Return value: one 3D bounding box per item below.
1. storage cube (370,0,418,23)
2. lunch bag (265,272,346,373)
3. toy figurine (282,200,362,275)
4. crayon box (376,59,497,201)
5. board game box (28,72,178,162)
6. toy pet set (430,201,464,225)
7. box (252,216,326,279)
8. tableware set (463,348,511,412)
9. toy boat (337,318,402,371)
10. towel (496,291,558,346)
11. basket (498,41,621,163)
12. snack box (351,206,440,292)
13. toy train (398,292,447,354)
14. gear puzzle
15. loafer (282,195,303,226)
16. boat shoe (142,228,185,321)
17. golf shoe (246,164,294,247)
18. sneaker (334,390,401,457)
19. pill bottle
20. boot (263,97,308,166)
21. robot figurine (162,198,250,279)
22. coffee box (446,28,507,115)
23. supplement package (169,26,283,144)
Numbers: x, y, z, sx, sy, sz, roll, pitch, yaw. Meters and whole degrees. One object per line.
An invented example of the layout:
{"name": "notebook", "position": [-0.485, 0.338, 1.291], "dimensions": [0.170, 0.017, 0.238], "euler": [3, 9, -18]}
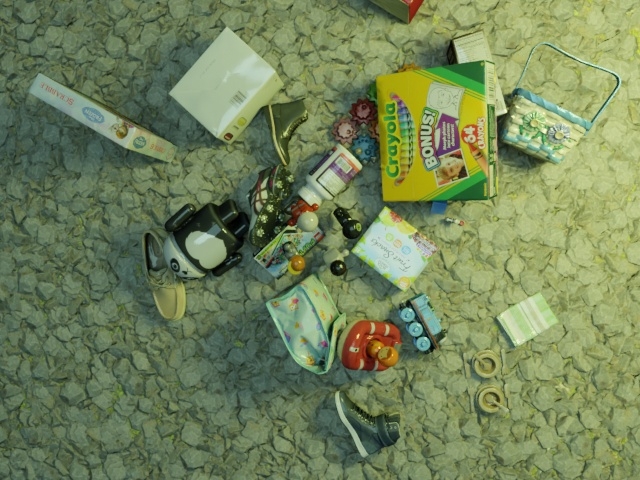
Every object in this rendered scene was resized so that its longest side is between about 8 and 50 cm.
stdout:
{"name": "storage cube", "position": [0.233, -0.778, 1.543], "dimensions": [0.184, 0.215, 0.193], "euler": [33, 100, 4]}
{"name": "lunch bag", "position": [-0.020, 0.247, 1.584], "dimensions": [0.160, 0.223, 0.262], "euler": [-30, 88, 13]}
{"name": "toy figurine", "position": [0.000, 0.000, 1.570], "dimensions": [0.213, 0.148, 0.209], "euler": [10, 110, -20]}
{"name": "crayon box", "position": [0.325, -0.294, 1.508], "dimensions": [0.313, 0.106, 0.363], "euler": [1, 101, 32]}
{"name": "board game box", "position": [-0.620, -0.350, 1.584], "dimensions": [0.319, 0.318, 0.066], "euler": [29, 94, 4]}
{"name": "toy pet set", "position": [0.393, -0.113, 1.613], "dimensions": [0.114, 0.065, 0.122], "euler": [10, 92, 5]}
{"name": "box", "position": [-0.096, 0.013, 1.657], "dimensions": [0.207, 0.036, 0.114], "euler": [-43, 114, 5]}
{"name": "tableware set", "position": [0.511, 0.431, 1.626], "dimensions": [0.128, 0.039, 0.194], "euler": [-8, 90, 6]}
{"name": "toy boat", "position": [0.164, 0.319, 1.561], "dimensions": [0.231, 0.151, 0.151], "euler": [13, 94, -37]}
{"name": "towel", "position": [0.624, 0.239, 1.619], "dimensions": [0.152, 0.023, 0.113], "euler": [-31, 89, 6]}
{"name": "basket", "position": [0.659, -0.375, 1.511], "dimensions": [0.255, 0.201, 0.289], "euler": [25, 103, 6]}
{"name": "snack box", "position": [0.226, 0.027, 1.631], "dimensions": [0.207, 0.070, 0.174], "euler": [38, 94, 5]}
{"name": "toy train", "position": [0.311, 0.251, 1.625], "dimensions": [0.105, 0.080, 0.184], "euler": [-28, 88, 0]}
{"name": "gear puzzle", "position": [0.194, -0.399, 1.636], "dimensions": [0.175, 0.044, 0.339], "euler": [43, 95, 3]}
{"name": "loafer", "position": [-0.106, -0.075, 1.672], "dimensions": [0.056, 0.050, 0.148], "euler": [28, 94, 5]}
{"name": "boat shoe", "position": [-0.504, 0.112, 1.692], "dimensions": [0.109, 0.098, 0.302], "euler": [-10, 90, 6]}
{"name": "golf shoe", "position": [-0.170, -0.102, 1.628], "dimensions": [0.120, 0.105, 0.273], "euler": [2, 62, 33]}
{"name": "sneaker", "position": [0.153, 0.534, 1.634], "dimensions": [0.163, 0.086, 0.226], "euler": [-27, 98, 16]}
{"name": "pill bottle", "position": [0.024, -0.189, 1.627], "dimensions": [0.108, 0.108, 0.193], "euler": [45, 95, 3]}
{"name": "boot", "position": [-0.088, -0.338, 1.656], "dimensions": [0.137, 0.077, 0.198], "euler": [-16, 91, 1]}
{"name": "robot figurine", "position": [-0.347, -0.001, 1.636], "dimensions": [0.278, 0.173, 0.209], "euler": [-37, 82, 5]}
{"name": "coffee box", "position": [0.452, -0.462, 1.562], "dimensions": [0.098, 0.141, 0.246], "euler": [-16, 89, 7]}
{"name": "supplement package", "position": [-0.280, -0.462, 1.632], "dimensions": [0.204, 0.145, 0.262], "euler": [43, 96, 4]}
